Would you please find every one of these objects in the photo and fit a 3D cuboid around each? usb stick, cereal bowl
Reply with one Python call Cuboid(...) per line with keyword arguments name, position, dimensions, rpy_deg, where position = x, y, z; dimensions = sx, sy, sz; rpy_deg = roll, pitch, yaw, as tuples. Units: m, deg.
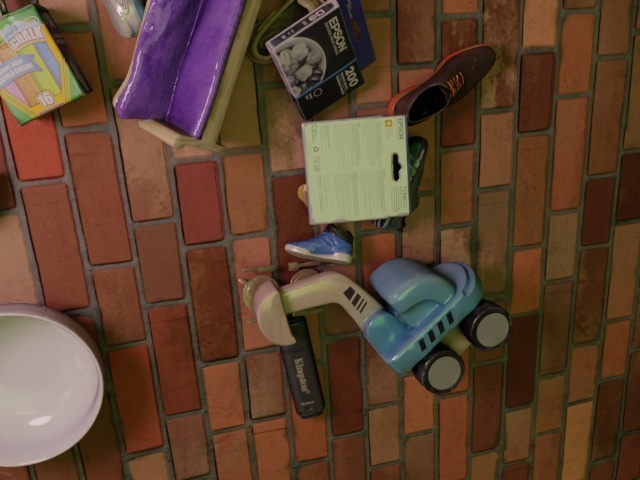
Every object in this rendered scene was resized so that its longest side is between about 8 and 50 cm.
Cuboid(name="usb stick", position=(-0.047, 0.303, 1.440), dimensions=(0.077, 0.045, 0.278), rpy_deg=(-16, 111, -11))
Cuboid(name="cereal bowl", position=(-0.611, 0.276, 1.224), dimensions=(0.338, 0.141, 0.339), rpy_deg=(-5, 108, -14))

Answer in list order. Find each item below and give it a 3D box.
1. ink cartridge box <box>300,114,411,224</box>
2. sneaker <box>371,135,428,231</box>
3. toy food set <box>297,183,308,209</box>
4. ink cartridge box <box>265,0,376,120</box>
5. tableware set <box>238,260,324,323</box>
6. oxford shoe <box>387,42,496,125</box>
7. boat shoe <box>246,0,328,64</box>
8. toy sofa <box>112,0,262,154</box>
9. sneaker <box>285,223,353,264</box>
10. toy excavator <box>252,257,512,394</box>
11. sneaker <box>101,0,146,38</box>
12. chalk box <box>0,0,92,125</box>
Cuboid(name="ink cartridge box", position=(0.077, -0.152, 1.286), dimensions=(0.223, 0.045, 0.224), rpy_deg=(-4, 104, -1))
Cuboid(name="sneaker", position=(0.195, -0.126, 1.363), dimensions=(0.098, 0.083, 0.224), rpy_deg=(14, 111, -38))
Cuboid(name="toy food set", position=(-0.003, -0.102, 1.334), dimensions=(0.083, 0.020, 0.083), rpy_deg=(-38, 113, -1))
Cuboid(name="ink cartridge box", position=(0.017, -0.364, 1.187), dimensions=(0.208, 0.045, 0.206), rpy_deg=(-36, 147, -3))
Cuboid(name="tableware set", position=(-0.086, 0.113, 1.373), dimensions=(0.194, 0.039, 0.128), rpy_deg=(-6, 97, -19))
Cuboid(name="oxford shoe", position=(0.278, -0.328, 1.295), dimensions=(0.271, 0.098, 0.097), rpy_deg=(-37, 113, -1))
Cuboid(name="boat shoe", position=(-0.015, -0.448, 1.176), dimensions=(0.302, 0.098, 0.109), rpy_deg=(-35, 113, -2))
Cuboid(name="toy sofa", position=(-0.226, -0.353, 1.090), dimensions=(0.177, 0.150, 0.363), rpy_deg=(8, 107, -47))
Cuboid(name="sneaker", position=(0.000, 0.000, 1.352), dimensions=(0.152, 0.058, 0.085), rpy_deg=(8, 77, 6))
Cuboid(name="toy excavator", position=(0.131, 0.150, 1.349), dimensions=(0.433, 0.222, 0.445), rpy_deg=(-43, 110, -1))
Cuboid(name="sneaker", position=(-0.383, -0.484, 1.081), dimensions=(0.086, 0.085, 0.237), rpy_deg=(-40, 113, -28))
Cuboid(name="chalk box", position=(-0.521, -0.330, 1.059), dimensions=(0.132, 0.132, 0.213), rpy_deg=(-28, 111, -5))
